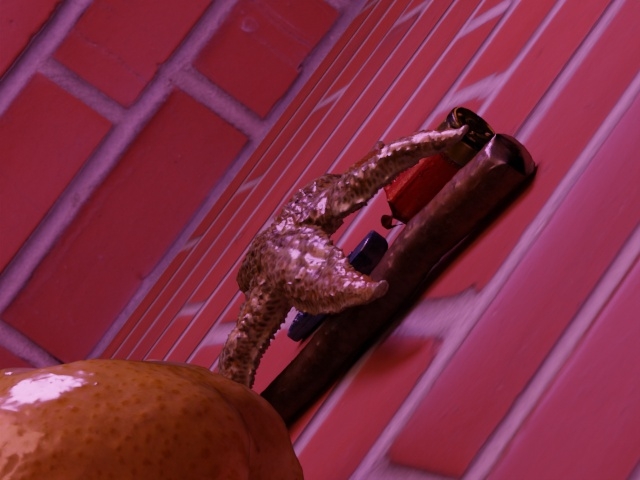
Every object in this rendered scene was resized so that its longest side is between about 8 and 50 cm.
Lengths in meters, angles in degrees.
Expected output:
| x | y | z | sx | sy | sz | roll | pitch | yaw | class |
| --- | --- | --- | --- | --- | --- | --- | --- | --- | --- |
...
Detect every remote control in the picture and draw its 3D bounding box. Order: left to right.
| x | y | z | sx | sy | sz | roll | pitch | yaw | class |
| --- | --- | --- | --- | --- | --- | --- | --- | --- | --- |
| 0.016 | 0.042 | 1.625 | 0.152 | 0.027 | 0.043 | -46 | 16 | 44 | remote control |

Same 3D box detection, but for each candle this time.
| x | y | z | sx | sy | sz | roll | pitch | yaw | class |
| --- | --- | --- | --- | --- | --- | --- | --- | --- | --- |
| 0.095 | -0.055 | 1.522 | 0.131 | 0.052 | 0.052 | -50 | 9 | 28 | candle |

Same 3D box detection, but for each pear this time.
| x | y | z | sx | sy | sz | roll | pitch | yaw | class |
| --- | --- | --- | --- | --- | --- | --- | --- | --- | --- |
| -0.141 | 0.185 | 1.144 | 0.271 | 0.271 | 0.271 | -50 | 9 | 11 | pear |

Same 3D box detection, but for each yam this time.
| x | y | z | sx | sy | sz | roll | pitch | yaw | class |
| --- | --- | --- | --- | --- | --- | --- | --- | --- | --- |
| 0.050 | 0.039 | 1.399 | 0.327 | 0.045 | 0.045 | -48 | -21 | 29 | yam |

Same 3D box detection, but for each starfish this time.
| x | y | z | sx | sy | sz | roll | pitch | yaw | class |
| --- | --- | --- | --- | --- | --- | --- | --- | --- | --- |
| -0.001 | -0.003 | 1.467 | 0.358 | 0.078 | 0.347 | -50 | 9 | 29 | starfish |
